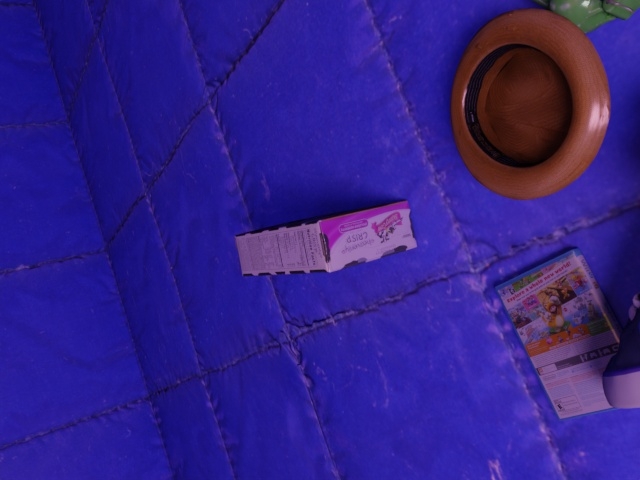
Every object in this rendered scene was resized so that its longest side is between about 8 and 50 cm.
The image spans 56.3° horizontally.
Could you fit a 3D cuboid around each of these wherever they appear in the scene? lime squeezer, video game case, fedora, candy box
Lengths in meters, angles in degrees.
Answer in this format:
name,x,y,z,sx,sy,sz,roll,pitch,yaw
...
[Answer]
name,x,y,z,sx,sy,sz,roll,pitch,yaw
lime squeezer,0.268,-0.247,0.529,0.310,0.059,0.110,-6,66,56
video game case,0.271,0.106,0.653,0.119,0.015,0.166,-41,68,52
fedora,0.216,-0.135,0.598,0.194,0.079,0.194,24,118,56
candy box,0.000,0.000,0.870,0.233,0.159,0.071,-6,97,54

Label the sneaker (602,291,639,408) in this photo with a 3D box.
name,x,y,z,sx,sy,sz,roll,pitch,yaw
sneaker,0.319,0.003,0.470,0.323,0.130,0.236,99,170,-69
